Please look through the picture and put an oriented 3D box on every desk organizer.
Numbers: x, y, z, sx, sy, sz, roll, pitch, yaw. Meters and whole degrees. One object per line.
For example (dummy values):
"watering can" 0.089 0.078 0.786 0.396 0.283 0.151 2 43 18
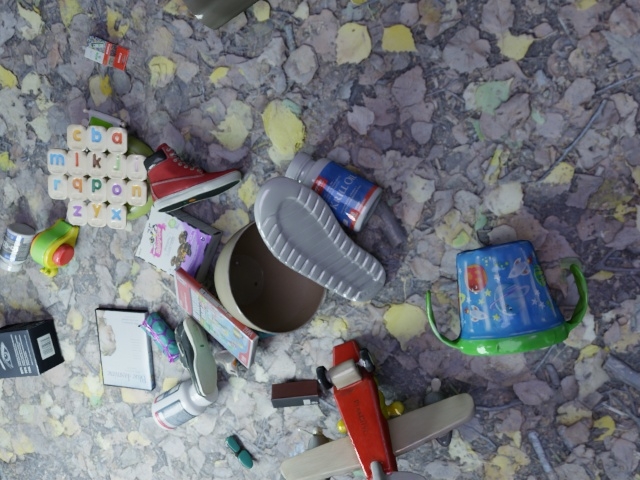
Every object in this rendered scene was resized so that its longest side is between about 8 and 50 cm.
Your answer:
"desk organizer" -0.069 0.422 1.490 0.130 0.050 0.047 -6 132 3

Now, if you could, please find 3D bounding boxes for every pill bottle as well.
"pill bottle" -0.388 0.465 1.570 0.180 0.108 0.108 -31 90 21
"pill bottle" 0.028 -0.124 1.317 0.221 0.124 0.124 29 108 10
"pill bottle" -0.941 0.022 1.675 0.078 0.078 0.137 30 108 10

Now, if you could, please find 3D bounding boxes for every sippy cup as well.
"sippy cup" 0.405 0.119 1.205 0.240 0.306 0.224 -17 83 63

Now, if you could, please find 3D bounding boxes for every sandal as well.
"sandal" -0.011 0.011 1.301 0.169 0.102 0.416 -46 118 -2

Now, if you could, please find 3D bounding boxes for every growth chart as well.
"growth chart" -0.627 -0.251 1.555 0.172 0.021 0.237 13 103 16

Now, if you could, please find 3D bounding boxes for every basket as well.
"basket" -0.214 -0.628 1.288 0.227 0.154 0.204 -33 88 24

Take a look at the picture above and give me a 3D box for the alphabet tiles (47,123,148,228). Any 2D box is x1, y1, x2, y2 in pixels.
"alphabet tiles" -0.611 -0.174 1.492 0.284 0.021 0.277 5 102 6

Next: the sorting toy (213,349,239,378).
"sorting toy" -0.255 0.355 1.541 0.083 0.045 0.075 13 122 45

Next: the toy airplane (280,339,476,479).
"toy airplane" 0.137 0.479 1.322 0.386 0.272 0.384 19 74 27

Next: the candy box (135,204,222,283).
"candy box" -0.393 0.010 1.504 0.196 0.070 0.164 27 107 11

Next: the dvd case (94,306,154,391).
"dvd case" -0.598 0.331 1.656 0.180 0.022 0.253 1 101 17

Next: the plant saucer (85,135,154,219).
"plant saucer" -0.562 -0.174 1.517 0.241 0.037 0.240 1 101 7

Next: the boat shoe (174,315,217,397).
"boat shoe" -0.352 0.332 1.523 0.079 0.084 0.233 -33 64 22

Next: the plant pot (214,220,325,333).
"plant pot" -0.152 0.091 1.364 0.191 0.284 0.284 -11 98 51

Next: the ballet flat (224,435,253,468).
"ballet flat" -0.242 0.625 1.596 0.041 0.041 0.114 -42 86 20

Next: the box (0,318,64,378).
"box" -0.948 0.345 1.723 0.207 0.108 0.153 -8 98 19

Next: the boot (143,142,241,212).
"boot" -0.341 -0.192 1.432 0.244 0.088 0.176 -17 82 2

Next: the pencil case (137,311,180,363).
"pencil case" -0.459 0.283 1.577 0.064 0.070 0.151 -42 87 20

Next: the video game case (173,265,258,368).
"video game case" -0.282 0.208 1.447 0.285 0.025 0.204 39 149 14

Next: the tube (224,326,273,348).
"tube" -0.196 0.247 1.503 0.207 0.052 0.080 -16 90 26

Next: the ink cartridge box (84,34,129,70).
"ink cartridge box" -0.586 -0.514 1.486 0.115 0.029 0.062 25 106 12

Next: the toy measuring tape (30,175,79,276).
"toy measuring tape" -0.771 -0.029 1.583 0.121 0.121 0.330 28 112 11
